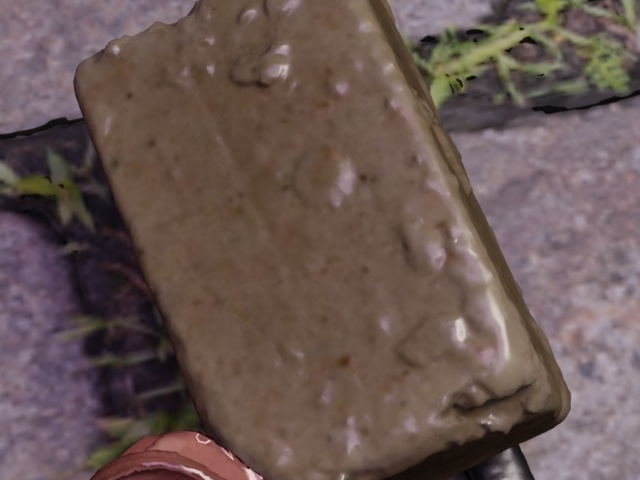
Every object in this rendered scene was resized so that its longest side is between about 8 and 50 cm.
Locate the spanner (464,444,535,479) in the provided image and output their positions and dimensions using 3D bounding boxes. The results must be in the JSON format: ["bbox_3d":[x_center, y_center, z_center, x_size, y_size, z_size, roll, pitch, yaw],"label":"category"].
[{"bbox_3d":[0.045,0.039,0.583,0.054,0.015,0.255,-17,70,-13],"label":"spanner"}]

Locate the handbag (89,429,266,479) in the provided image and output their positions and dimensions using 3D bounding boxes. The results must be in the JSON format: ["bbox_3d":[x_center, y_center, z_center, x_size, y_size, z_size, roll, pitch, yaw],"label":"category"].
[{"bbox_3d":[-0.016,0.173,0.464,0.212,0.059,0.157,41,94,2],"label":"handbag"}]

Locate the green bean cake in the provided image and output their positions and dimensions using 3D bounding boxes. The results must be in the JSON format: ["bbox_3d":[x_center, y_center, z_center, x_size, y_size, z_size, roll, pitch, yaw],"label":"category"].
[{"bbox_3d":[0.000,0.000,0.543,0.109,0.085,0.179,-25,71,9],"label":"green bean cake"}]
